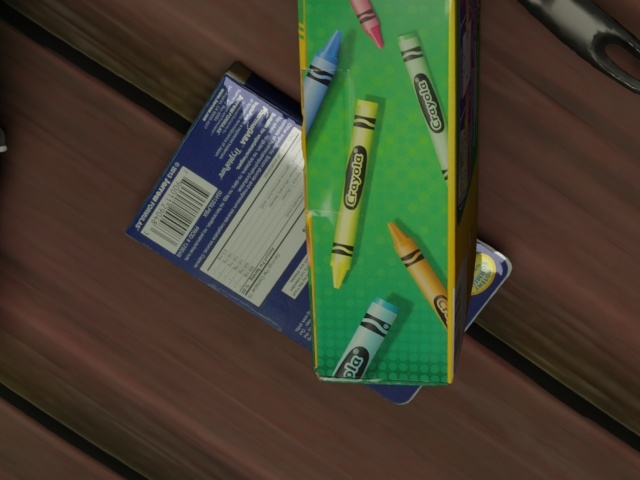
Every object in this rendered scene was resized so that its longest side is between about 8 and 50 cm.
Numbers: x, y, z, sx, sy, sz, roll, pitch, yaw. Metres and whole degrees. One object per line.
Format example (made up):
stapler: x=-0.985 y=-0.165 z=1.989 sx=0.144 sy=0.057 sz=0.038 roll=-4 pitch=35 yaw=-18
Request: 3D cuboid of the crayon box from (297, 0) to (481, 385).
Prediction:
crayon box: x=0.044 y=-0.079 z=0.786 sx=0.081 sy=0.165 sz=0.278 roll=2 pitch=113 yaw=10

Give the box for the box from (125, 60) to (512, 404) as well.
box: x=0.000 y=0.000 z=0.937 sx=0.225 sy=0.036 sz=0.136 roll=34 pitch=112 yaw=-4

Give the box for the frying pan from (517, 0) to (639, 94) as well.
frying pan: x=0.078 y=-0.223 z=0.835 sx=0.326 sy=0.053 sz=0.197 roll=16 pitch=113 yaw=0

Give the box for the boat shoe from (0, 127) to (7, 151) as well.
boat shoe: x=-0.258 y=-0.058 z=0.918 sx=0.113 sy=0.105 sz=0.306 roll=1 pitch=117 yaw=4
